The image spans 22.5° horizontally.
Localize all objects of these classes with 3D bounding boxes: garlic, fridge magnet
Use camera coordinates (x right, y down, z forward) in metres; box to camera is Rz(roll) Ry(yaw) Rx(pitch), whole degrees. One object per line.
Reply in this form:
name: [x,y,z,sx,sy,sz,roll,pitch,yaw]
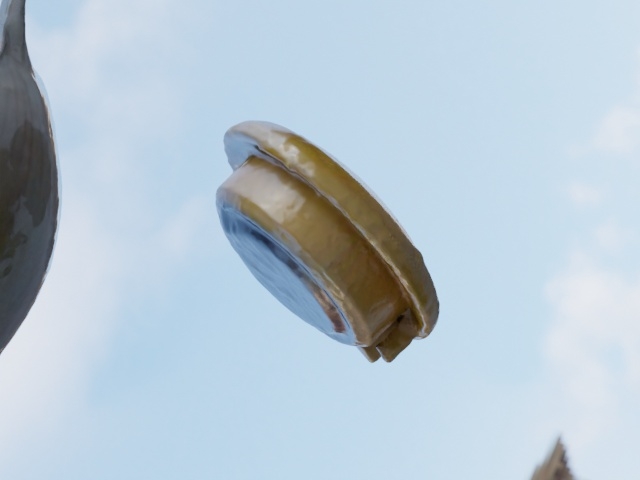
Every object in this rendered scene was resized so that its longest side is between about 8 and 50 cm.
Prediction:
garlic: [-0.173,-0.019,0.740,0.266,0.128,0.148,-59,17,-7]
fridge magnet: [0.000,0.000,0.796,0.063,0.143,0.143,-46,-32,-13]
